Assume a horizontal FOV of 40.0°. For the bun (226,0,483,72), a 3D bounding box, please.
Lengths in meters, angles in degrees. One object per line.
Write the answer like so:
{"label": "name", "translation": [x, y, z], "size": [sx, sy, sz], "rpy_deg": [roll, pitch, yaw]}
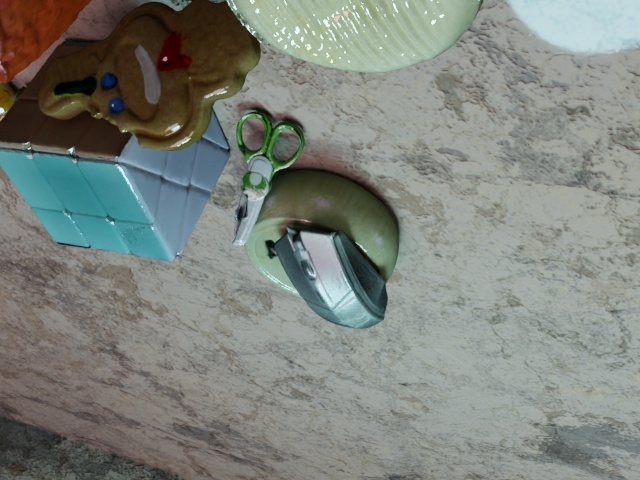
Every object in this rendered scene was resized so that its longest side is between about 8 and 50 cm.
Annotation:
{"label": "bun", "translation": [0.034, -0.295, 0.907], "size": [0.287, 0.146, 0.287], "rpy_deg": [8, 155, 4]}

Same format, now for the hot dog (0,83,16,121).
{"label": "hot dog", "translation": [-0.556, -0.240, 1.415], "size": [0.104, 0.076, 0.250], "rpy_deg": [-2, 142, 34]}

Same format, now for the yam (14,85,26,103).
{"label": "yam", "translation": [-0.421, -0.207, 1.398], "size": [0.132, 0.054, 0.054], "rpy_deg": [16, 146, 13]}

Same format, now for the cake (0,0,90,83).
{"label": "cake", "translation": [-0.393, -0.368, 0.927], "size": [0.320, 0.270, 0.269], "rpy_deg": [31, 150, 9]}

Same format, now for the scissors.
{"label": "scissors", "translation": [-0.093, -0.085, 1.296], "size": [0.101, 0.027, 0.204], "rpy_deg": [20, 110, 7]}

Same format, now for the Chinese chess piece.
{"label": "Chinese chess piece", "translation": [0.000, 0.000, 1.394], "size": [0.250, 0.101, 0.250], "rpy_deg": [15, 146, 11]}

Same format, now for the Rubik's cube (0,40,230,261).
{"label": "Rubik's cube", "translation": [-0.291, -0.130, 1.272], "size": [0.225, 0.221, 0.231], "rpy_deg": [8, 144, 21]}

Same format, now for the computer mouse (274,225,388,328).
{"label": "computer mouse", "translation": [0.016, 0.064, 1.317], "size": [0.126, 0.071, 0.231], "rpy_deg": [-8, 134, 36]}

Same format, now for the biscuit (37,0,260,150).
{"label": "biscuit", "translation": [-0.220, -0.201, 1.084], "size": [0.320, 0.183, 0.047], "rpy_deg": [3, 174, 27]}
